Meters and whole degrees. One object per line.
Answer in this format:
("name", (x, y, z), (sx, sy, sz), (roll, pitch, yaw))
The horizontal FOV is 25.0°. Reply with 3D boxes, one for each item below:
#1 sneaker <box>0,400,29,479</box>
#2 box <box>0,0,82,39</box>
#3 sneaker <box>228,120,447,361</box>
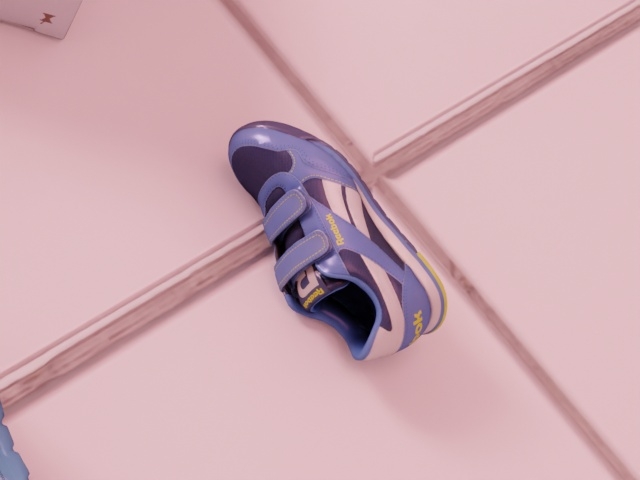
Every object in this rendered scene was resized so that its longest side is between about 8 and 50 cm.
("sneaker", (-0.162, 0.089, 0.563), (0.083, 0.071, 0.191), (-19, 70, -32))
("box", (-0.173, -0.209, 0.740), (0.130, 0.091, 0.170), (13, 54, -23))
("sneaker", (0.000, 0.000, 0.727), (0.144, 0.053, 0.059), (47, 51, 7))
